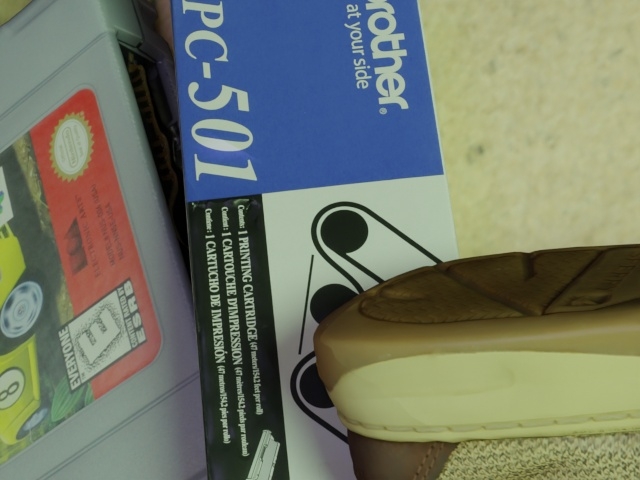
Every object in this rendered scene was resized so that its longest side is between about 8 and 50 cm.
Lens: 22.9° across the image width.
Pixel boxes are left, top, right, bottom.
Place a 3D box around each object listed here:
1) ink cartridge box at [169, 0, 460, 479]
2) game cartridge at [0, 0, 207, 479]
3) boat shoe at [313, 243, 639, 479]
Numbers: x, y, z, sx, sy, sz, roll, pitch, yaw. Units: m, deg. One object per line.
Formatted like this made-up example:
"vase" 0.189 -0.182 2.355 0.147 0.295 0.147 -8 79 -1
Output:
"ink cartridge box" 0.000 0.000 0.583 0.097 0.046 0.207 -6 65 -1
"game cartridge" -0.125 0.035 0.692 0.196 0.060 0.294 -37 54 26
"boat shoe" 0.160 0.067 0.422 0.342 0.123 0.123 -3 103 27
